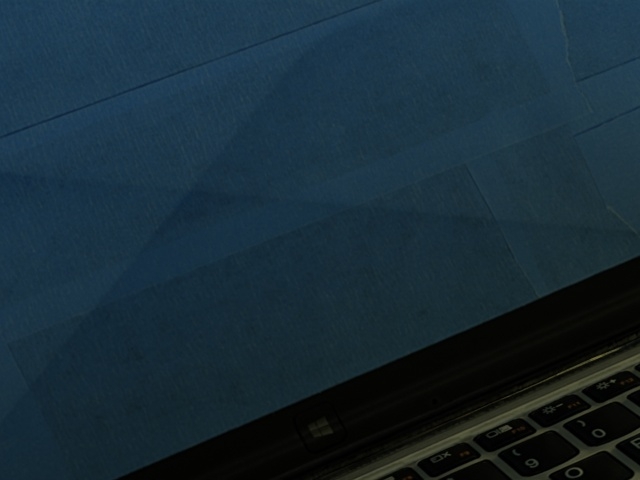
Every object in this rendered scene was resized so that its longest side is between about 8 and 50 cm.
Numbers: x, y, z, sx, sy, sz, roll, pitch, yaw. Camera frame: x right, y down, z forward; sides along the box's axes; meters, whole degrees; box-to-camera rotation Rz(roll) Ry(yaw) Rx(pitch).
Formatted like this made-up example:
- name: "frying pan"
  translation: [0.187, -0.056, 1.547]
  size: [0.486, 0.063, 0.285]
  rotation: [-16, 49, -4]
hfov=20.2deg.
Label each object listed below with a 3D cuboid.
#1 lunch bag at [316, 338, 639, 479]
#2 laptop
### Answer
- name: "lunch bag"
  translation: [-0.007, 0.072, 0.706]
  size: [0.235, 0.287, 0.169]
  rotation: [-17, 140, -14]
- name: "laptop"
  translation: [0.000, 0.000, 0.487]
  size: [0.382, 0.408, 0.236]
  rotation: [-22, 115, -14]
